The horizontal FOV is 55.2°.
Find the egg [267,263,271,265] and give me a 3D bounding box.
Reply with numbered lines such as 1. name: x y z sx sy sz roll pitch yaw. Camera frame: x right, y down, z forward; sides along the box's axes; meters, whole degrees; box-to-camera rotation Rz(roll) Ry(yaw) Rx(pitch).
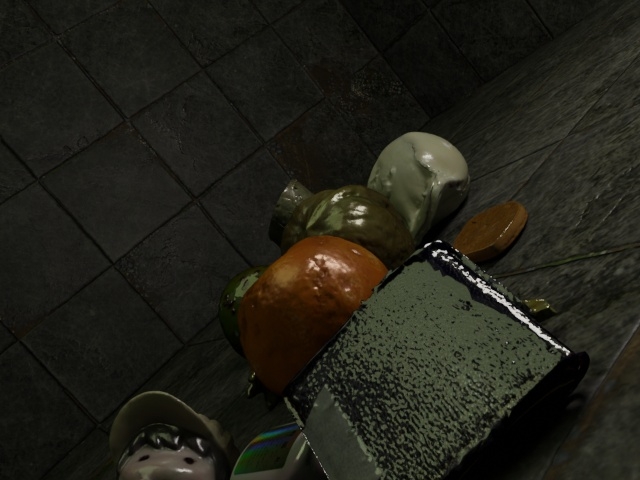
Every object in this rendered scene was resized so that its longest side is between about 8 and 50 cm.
1. egg: -0.090 0.139 1.581 0.169 0.169 0.231 -44 20 -29

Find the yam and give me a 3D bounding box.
1. yam: 0.000 0.000 1.516 0.168 0.304 0.168 -49 7 8

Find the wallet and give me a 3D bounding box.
1. wallet: 0.101 0.145 0.625 0.262 0.071 0.221 -43 43 0

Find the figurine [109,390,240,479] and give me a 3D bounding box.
1. figurine: -0.215 0.378 0.820 0.185 0.205 0.332 1 40 3

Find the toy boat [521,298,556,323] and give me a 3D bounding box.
1. toy boat: 0.183 0.124 0.673 0.172 0.066 0.065 -41 -37 8

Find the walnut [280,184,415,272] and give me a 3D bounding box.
1. walnut: 0.060 0.025 1.178 0.227 0.283 0.283 14 48 44

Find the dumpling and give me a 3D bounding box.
1. dumpling: 0.229 -0.096 1.480 0.395 0.233 0.316 -101 29 -67

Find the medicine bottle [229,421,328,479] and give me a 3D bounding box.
1. medicine bottle: -0.020 0.269 0.747 0.219 0.078 0.115 -32 9 49

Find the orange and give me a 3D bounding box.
1. orange: 0.001 0.121 0.949 0.261 0.261 0.261 -39 7 6

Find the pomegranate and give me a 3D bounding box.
1. pomegranate: -0.108 0.168 1.231 0.231 0.231 0.286 -36 8 27

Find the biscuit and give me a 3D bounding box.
1. biscuit: 0.297 -0.015 1.072 0.142 0.029 0.221 -40 6 8
